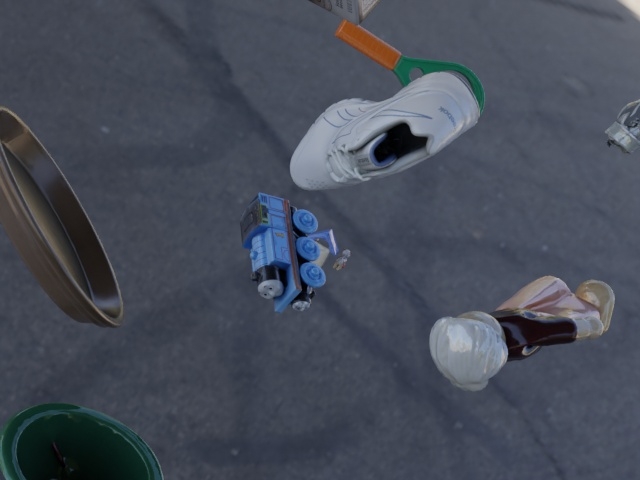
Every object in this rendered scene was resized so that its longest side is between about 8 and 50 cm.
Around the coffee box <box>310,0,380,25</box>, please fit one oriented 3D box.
[{"bbox_3d":[-0.001,-0.388,1.279,0.168,0.297,0.119,31,67,20],"label":"coffee box"}]

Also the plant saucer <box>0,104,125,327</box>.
[{"bbox_3d":[-0.299,-0.020,1.355,0.278,0.041,0.278,61,1,-1],"label":"plant saucer"}]

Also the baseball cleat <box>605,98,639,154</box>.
[{"bbox_3d":[0.494,-0.178,1.811,0.072,0.206,0.109,42,68,-4],"label":"baseball cleat"}]

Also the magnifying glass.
[{"bbox_3d":[0.122,-0.230,1.678,0.231,0.092,0.026,31,1,-16],"label":"magnifying glass"}]

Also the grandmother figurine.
[{"bbox_3d":[0.229,0.108,1.488,0.342,0.207,0.104,-8,78,-58],"label":"grandmother figurine"}]

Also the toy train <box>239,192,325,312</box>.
[{"bbox_3d":[-0.058,0.020,1.797,0.105,0.080,0.184,13,49,-26],"label":"toy train"}]

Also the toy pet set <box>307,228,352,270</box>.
[{"bbox_3d":[0.000,0.000,2.255,0.122,0.065,0.114,31,12,4],"label":"toy pet set"}]

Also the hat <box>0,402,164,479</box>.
[{"bbox_3d":[-0.273,0.300,1.318,0.208,0.183,0.173,24,31,-13],"label":"hat"}]

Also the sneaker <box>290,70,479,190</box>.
[{"bbox_3d":[0.060,-0.128,1.602,0.111,0.297,0.129,56,43,-13],"label":"sneaker"}]
